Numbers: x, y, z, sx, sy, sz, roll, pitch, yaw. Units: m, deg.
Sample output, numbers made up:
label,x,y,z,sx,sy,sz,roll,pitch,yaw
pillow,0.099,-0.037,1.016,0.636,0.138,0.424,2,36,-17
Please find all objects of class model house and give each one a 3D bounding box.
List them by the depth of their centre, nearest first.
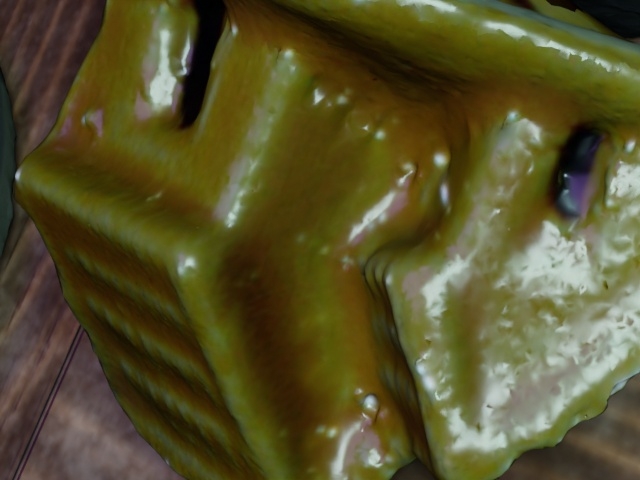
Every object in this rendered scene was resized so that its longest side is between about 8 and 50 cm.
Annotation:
label,x,y,z,sx,sy,sz,roll,pitch,yaw
model house,0.003,0.003,0.720,0.268,0.173,0.239,27,101,45

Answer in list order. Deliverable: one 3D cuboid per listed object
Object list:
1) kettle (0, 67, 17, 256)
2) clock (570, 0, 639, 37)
label,x,y,z,sx,sy,sz,roll,pitch,yaw
kettle,-0.319,-0.018,0.994,0.321,0.228,0.324,-5,62,10
clock,0.153,-0.238,0.768,0.319,0.066,0.318,-16,64,35
